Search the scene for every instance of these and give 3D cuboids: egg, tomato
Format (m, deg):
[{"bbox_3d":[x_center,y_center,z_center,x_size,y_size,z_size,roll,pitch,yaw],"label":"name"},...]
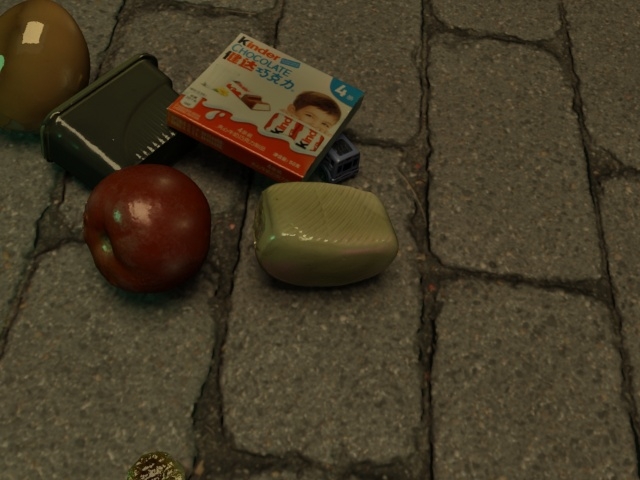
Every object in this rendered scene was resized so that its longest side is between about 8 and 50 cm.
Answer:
[{"bbox_3d":[-0.524,-0.319,1.438,0.201,0.244,0.201,19,23,-8],"label":"egg"},{"bbox_3d":[-0.269,-0.020,1.259,0.184,0.208,0.208,-24,58,-40],"label":"tomato"}]

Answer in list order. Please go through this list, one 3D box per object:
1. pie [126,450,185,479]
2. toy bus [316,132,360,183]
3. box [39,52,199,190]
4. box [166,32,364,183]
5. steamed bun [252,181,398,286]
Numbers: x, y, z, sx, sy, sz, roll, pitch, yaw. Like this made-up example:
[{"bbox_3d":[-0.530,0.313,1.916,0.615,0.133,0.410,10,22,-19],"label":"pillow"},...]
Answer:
[{"bbox_3d":[-0.231,0.338,1.110,0.085,0.020,0.084,3,53,-4],"label":"pie"},{"bbox_3d":[0.004,-0.188,1.492,0.073,0.076,0.167,-27,61,-25],"label":"toy bus"},{"bbox_3d":[-0.348,-0.199,1.435,0.178,0.138,0.274,39,58,10],"label":"box"},{"bbox_3d":[-0.094,-0.242,1.432,0.273,0.048,0.265,26,52,7],"label":"box"},{"bbox_3d":[0.000,0.000,1.316,0.239,0.152,0.170,6,44,-21],"label":"steamed bun"}]
